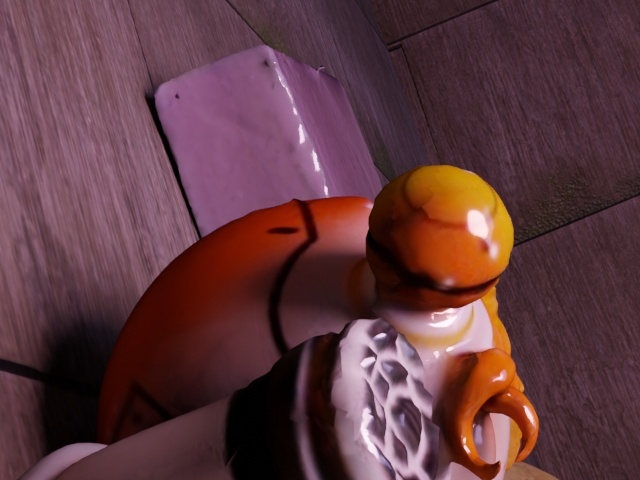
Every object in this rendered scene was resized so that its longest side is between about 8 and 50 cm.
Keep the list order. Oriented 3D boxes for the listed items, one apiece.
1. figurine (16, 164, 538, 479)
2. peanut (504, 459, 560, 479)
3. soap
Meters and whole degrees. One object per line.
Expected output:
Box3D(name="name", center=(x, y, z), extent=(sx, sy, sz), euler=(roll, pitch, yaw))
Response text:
Box3D(name="figurine", center=(-0.015, 0.099, 0.572), extent=(0.323, 0.196, 0.320), euler=(-50, 160, -68))
Box3D(name="peanut", center=(0.146, 0.321, 0.913), extent=(0.387, 0.192, 0.169), euler=(-104, -153, -44))
Box3D(name="soap", center=(0.000, 0.000, 1.042), extent=(0.296, 0.107, 0.285), euler=(-6, 73, -77))
